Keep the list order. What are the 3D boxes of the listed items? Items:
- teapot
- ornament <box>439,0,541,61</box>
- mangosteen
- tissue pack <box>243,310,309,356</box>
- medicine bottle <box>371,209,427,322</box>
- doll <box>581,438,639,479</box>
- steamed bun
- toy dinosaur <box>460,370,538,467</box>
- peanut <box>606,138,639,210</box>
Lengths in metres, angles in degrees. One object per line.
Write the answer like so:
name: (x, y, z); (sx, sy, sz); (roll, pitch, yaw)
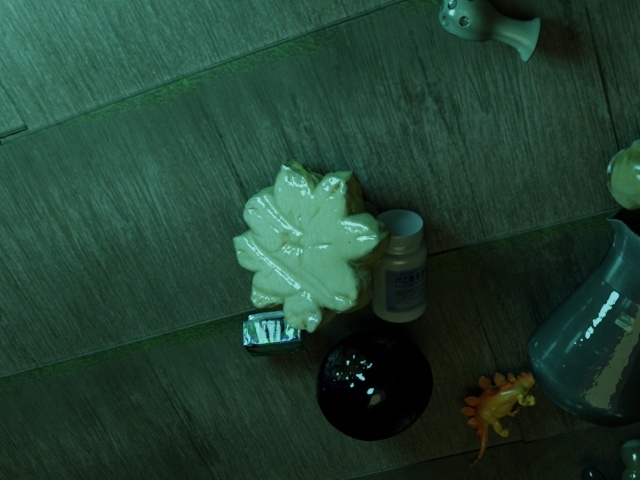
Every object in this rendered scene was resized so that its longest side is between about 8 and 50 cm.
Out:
teapot: (0.554, 0.144, 1.755); (0.300, 0.253, 0.344); (24, 118, 4)
ornament: (0.257, -0.334, 1.550); (0.156, 0.081, 0.075); (16, 89, -12)
mangosteen: (0.105, 0.277, 1.888); (0.243, 0.243, 0.243); (1, 124, 1)
tissue pack: (-0.084, 0.171, 1.898); (0.111, 0.079, 0.085); (-7, 159, 8)
medicine bottle: (0.139, 0.046, 1.787); (0.103, 0.103, 0.186); (-1, 124, 2)
doll: (0.638, 0.577, 2.089); (0.235, 0.174, 0.330); (19, 121, -18)
steamed bun: (0.000, 0.000, 1.723); (0.292, 0.137, 0.295); (-17, 88, 32)
toy dinosaur: (0.341, 0.329, 1.996); (0.117, 0.070, 0.288); (31, 116, -5)
peanut: (0.648, -0.116, 1.635); (0.340, 0.158, 0.174); (-24, 141, 21)
